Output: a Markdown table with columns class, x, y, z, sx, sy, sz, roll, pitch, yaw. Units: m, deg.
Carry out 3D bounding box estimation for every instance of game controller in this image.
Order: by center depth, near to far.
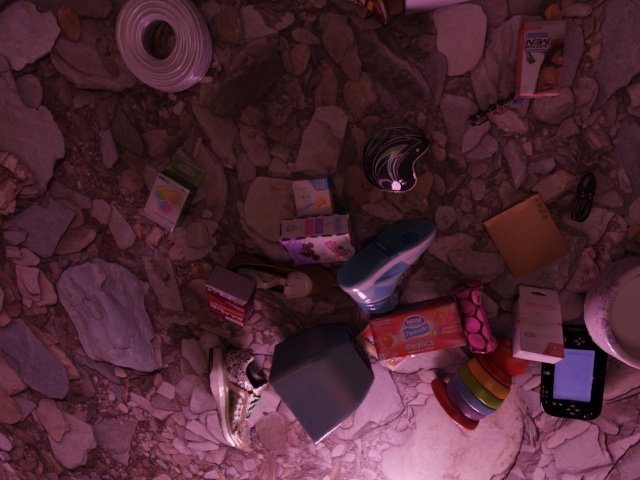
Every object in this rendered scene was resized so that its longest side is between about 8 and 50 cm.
| class | x | y | z | sx | sy | sz | roll | pitch | yaw |
| --- | --- | --- | --- | --- | --- | --- | --- | --- | --- |
| game controller | 0.749 | 0.393 | 1.284 | 0.166 | 0.067 | 0.319 | -3 | 107 | 11 |

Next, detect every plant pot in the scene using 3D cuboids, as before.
| class | x | y | z | sx | sy | sz | roll | pitch | yaw |
| --- | --- | --- | --- | --- | --- | --- | --- | --- | --- |
| plant pot | 0.021 | 0.403 | 1.334 | 0.252 | 0.247 | 0.248 | -33 | 100 | 5 |

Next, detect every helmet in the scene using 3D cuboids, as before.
| class | x | y | z | sx | sy | sz | roll | pitch | yaw |
| --- | --- | --- | --- | --- | --- | --- | --- | --- | --- |
| helmet | 0.195 | -0.224 | 1.124 | 0.169 | 0.169 | 0.162 | 4 | 125 | 9 |

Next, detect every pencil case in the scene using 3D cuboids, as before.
| class | x | y | z | sx | sy | sz | roll | pitch | yaw |
| --- | --- | --- | --- | --- | --- | --- | --- | --- | --- |
| pencil case | 0.452 | 0.221 | 1.246 | 0.098 | 0.095 | 0.209 | -7 | 105 | 58 |

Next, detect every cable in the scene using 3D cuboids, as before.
| class | x | y | z | sx | sy | sz | roll | pitch | yaw |
| --- | --- | --- | --- | --- | --- | --- | --- | --- | --- |
| cable | -0.423 | -0.536 | 1.166 | 0.257 | 0.089 | 0.257 | -12 | 106 | 14 |

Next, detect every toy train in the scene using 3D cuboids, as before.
| class | x | y | z | sx | sy | sz | roll | pitch | yaw |
| --- | --- | --- | --- | --- | --- | --- | --- | --- | --- |
| toy train | 0.461 | -0.341 | 1.109 | 0.158 | 0.027 | 0.036 | -28 | 103 | 17 |

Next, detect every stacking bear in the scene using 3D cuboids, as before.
| class | x | y | z | sx | sy | sz | roll | pitch | yaw |
| --- | --- | --- | --- | --- | --- | --- | --- | --- | --- |
| stacking bear | 0.497 | 0.412 | 1.293 | 0.175 | 0.164 | 0.289 | 36 | 106 | -3 |

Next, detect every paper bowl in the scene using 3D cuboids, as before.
| class | x | y | z | sx | sy | sz | roll | pitch | yaw |
| --- | --- | --- | --- | --- | --- | --- | --- | --- | --- |
| paper bowl | 0.842 | 0.183 | 1.133 | 0.284 | 0.148 | 0.284 | 0 | 95 | 1 |

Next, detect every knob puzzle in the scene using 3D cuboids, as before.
| class | x | y | z | sx | sy | sz | roll | pitch | yaw |
| --- | --- | --- | --- | --- | --- | --- | --- | --- | --- |
| knob puzzle | 0.232 | 0.308 | 1.366 | 0.213 | 0.030 | 0.213 | 3 | 108 | 9 |

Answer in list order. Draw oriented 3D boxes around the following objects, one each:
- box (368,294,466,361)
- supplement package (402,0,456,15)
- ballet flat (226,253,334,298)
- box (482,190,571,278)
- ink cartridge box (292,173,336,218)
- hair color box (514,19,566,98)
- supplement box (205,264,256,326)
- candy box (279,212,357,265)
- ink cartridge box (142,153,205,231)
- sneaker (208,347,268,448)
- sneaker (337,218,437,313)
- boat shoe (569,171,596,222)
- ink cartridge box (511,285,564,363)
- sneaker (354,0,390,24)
| class | x | y | z | sx | sy | sz | roll | pitch | yaw |
| --- | --- | --- | --- | --- | --- | --- | --- | --- | --- |
| box | 0.281 | 0.256 | 1.272 | 0.256 | 0.122 | 0.128 | -14 | 90 | 11 |
| supplement package | 0.274 | -0.605 | 0.927 | 0.203 | 0.262 | 0.145 | -7 | 107 | 12 |
| ballet flat | -0.132 | 0.118 | 1.316 | 0.342 | 0.124 | 0.116 | 13 | 109 | 5 |
| box | 0.573 | -0.011 | 1.203 | 0.164 | 0.021 | 0.201 | -31 | 101 | 18 |
| ink cartridge box | -0.013 | -0.095 | 1.257 | 0.104 | 0.061 | 0.181 | -6 | 108 | 12 |
| hair color box | 0.527 | -0.432 | 1.037 | 0.093 | 0.053 | 0.167 | 1 | 98 | 9 |
| supplement box | -0.273 | 0.175 | 1.319 | 0.130 | 0.073 | 0.239 | 23 | 151 | 2 |
| candy box | 0.000 | 0.000 | 1.235 | 0.196 | 0.070 | 0.165 | -6 | 150 | 12 |
| ink cartridge box | -0.450 | -0.144 | 1.317 | 0.109 | 0.062 | 0.209 | 31 | 110 | -1 |
| sneaker | -0.262 | 0.542 | 1.484 | 0.182 | 0.158 | 0.411 | -11 | 112 | -5 |
| sneaker | 0.215 | 0.086 | 1.261 | 0.319 | 0.127 | 0.208 | -33 | 129 | -2 |
| boat shoe | 0.698 | -0.112 | 1.137 | 0.048 | 0.042 | 0.133 | 10 | 108 | 9 |
| ink cartridge box | 0.611 | 0.235 | 1.222 | 0.115 | 0.198 | 0.067 | 9 | 152 | 7 |
| sneaker | 0.102 | -0.608 | 1.067 | 0.083 | 0.069 | 0.186 | -26 | 96 | 26 |
